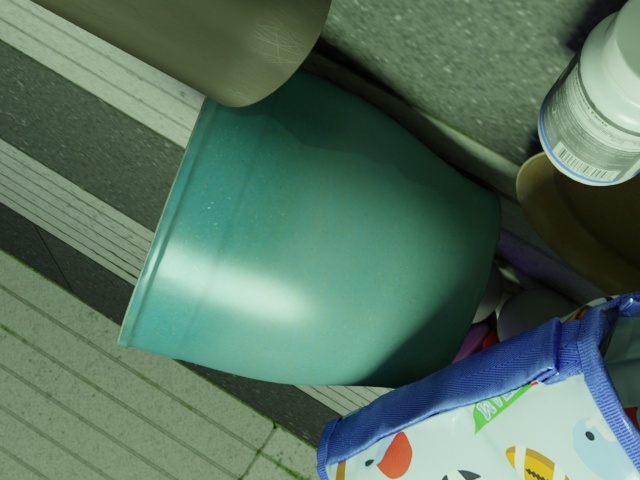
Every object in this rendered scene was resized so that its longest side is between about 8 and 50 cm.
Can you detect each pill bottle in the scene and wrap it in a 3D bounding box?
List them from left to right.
[{"bbox_3d":[0.182,-0.089,0.767,0.078,0.078,0.137,33,162,3],"label":"pill bottle"}]

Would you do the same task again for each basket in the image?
[{"bbox_3d":[-0.113,-0.194,0.857,0.227,0.154,0.204,30,-167,-36],"label":"basket"}]

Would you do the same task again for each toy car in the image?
[{"bbox_3d":[0.150,0.103,1.235,0.182,0.136,0.159,30,163,14],"label":"toy car"}]

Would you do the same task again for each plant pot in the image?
[{"bbox_3d":[0.000,0.000,1.074,0.255,0.272,0.272,20,164,-5],"label":"plant pot"},{"bbox_3d":[0.253,-0.001,0.950,0.236,0.032,0.236,31,162,11],"label":"plant pot"}]

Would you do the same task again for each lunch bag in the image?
[{"bbox_3d":[0.228,0.203,0.973,0.385,0.239,0.328,35,142,-17],"label":"lunch bag"}]
